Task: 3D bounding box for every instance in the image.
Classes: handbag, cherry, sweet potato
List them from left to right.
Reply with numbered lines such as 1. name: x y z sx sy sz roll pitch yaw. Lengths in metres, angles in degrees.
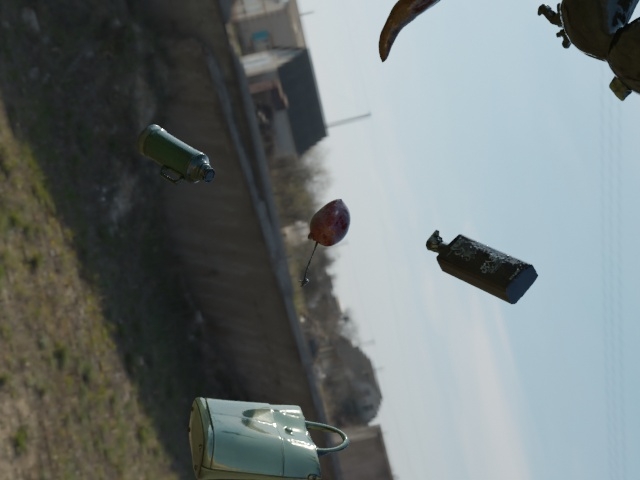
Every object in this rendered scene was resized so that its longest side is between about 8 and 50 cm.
1. handbag: -0.101 0.405 1.812 0.241 0.315 0.109 -119 -138 -63
2. cherry: 0.000 0.000 2.182 0.225 0.090 0.107 -59 -155 10
3. sweet potato: 0.206 -0.513 2.031 0.078 0.255 0.058 45 6 -13

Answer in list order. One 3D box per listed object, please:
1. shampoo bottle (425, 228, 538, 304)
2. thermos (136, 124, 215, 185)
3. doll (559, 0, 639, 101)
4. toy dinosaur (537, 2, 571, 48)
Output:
1. shampoo bottle: 0.365 0.053 2.158 0.309 0.098 0.071 27 -20 50
2. thermos: -0.306 -0.176 1.945 0.188 0.083 0.073 30 -47 27
3. doll: 0.668 -0.450 1.691 0.378 0.382 0.252 51 5 19
4. toy dinosaur: 0.581 -0.483 2.060 0.179 0.087 0.187 52 14 27
